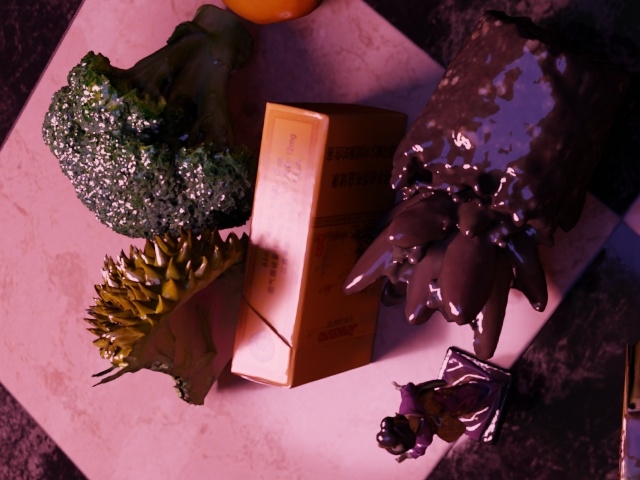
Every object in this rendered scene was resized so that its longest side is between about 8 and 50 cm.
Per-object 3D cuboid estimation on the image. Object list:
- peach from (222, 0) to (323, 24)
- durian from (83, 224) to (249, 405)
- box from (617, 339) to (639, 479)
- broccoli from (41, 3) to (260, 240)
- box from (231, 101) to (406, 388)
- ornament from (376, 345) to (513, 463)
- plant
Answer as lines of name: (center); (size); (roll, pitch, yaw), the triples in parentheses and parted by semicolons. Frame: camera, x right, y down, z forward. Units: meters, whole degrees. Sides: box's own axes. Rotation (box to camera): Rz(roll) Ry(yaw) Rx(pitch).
peach: (-0.054, -0.293, 1.622); (0.138, 0.138, 0.138); (3, 95, 31)
durian: (-0.132, 0.078, 1.593); (0.158, 0.352, 0.169); (-7, 77, 7)
box: (0.308, 0.308, 1.292); (0.138, 0.373, 0.420); (3, 95, 13)
broccoli: (-0.156, -0.122, 1.664); (0.254, 0.269, 0.269); (32, 115, -15)
box: (0.000, 0.000, 1.582); (0.076, 0.174, 0.274); (13, 101, 29)
ornament: (0.102, 0.177, 1.527); (0.088, 0.203, 0.081); (20, 112, 26)
plant: (0.149, -0.053, 1.490); (0.194, 0.181, 0.320); (32, 105, 25)
